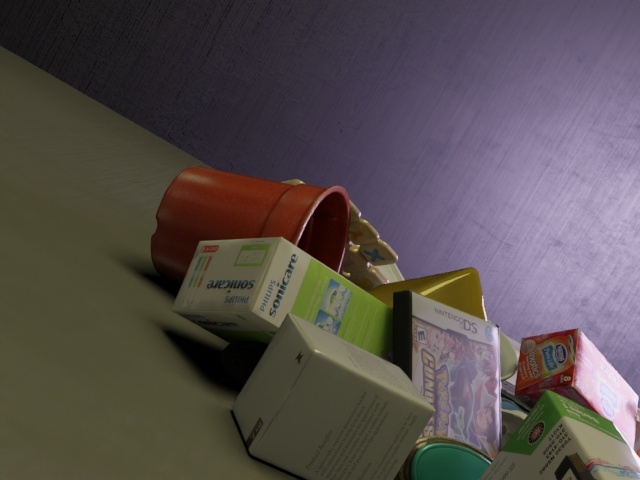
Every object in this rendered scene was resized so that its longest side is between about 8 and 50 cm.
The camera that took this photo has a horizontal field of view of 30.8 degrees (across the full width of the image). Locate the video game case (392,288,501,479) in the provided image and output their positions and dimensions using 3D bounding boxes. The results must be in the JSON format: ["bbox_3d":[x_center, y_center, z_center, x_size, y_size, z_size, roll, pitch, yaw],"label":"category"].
[{"bbox_3d":[0.189,0.231,1.700,0.035,0.274,0.248,-13,-23,37],"label":"video game case"}]

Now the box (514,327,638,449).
[{"bbox_3d":[0.473,0.286,2.131,0.123,0.128,0.257,-15,-45,36],"label":"box"}]

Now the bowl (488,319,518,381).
[{"bbox_3d":[0.209,0.216,2.177,0.298,0.134,0.298,20,24,-10],"label":"bowl"}]

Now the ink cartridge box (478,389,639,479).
[{"bbox_3d":[0.289,0.336,1.331,0.117,0.201,0.278,28,16,-19],"label":"ink cartridge box"}]

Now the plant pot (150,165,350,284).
[{"bbox_3d":[-0.125,0.003,1.961,0.265,0.272,0.272,17,3,18],"label":"plant pot"}]

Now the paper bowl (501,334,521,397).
[{"bbox_3d":[0.371,0.281,2.493,0.284,0.148,0.284,28,7,-4],"label":"paper bowl"}]

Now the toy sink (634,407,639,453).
[{"bbox_3d":[0.590,0.383,2.291,0.131,0.234,0.153,36,10,39],"label":"toy sink"}]

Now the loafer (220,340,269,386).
[{"bbox_3d":[-0.040,0.211,1.624,0.223,0.076,0.078,24,-32,14],"label":"loafer"}]

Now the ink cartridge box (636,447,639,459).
[{"bbox_3d":[0.595,0.456,1.841,0.275,0.239,0.060,32,-31,16],"label":"ink cartridge box"}]

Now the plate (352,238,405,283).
[{"bbox_3d":[0.070,0.086,2.326,0.277,0.045,0.278,-1,45,-32],"label":"plate"}]

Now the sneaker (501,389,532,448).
[{"bbox_3d":[0.366,0.358,1.957,0.236,0.130,0.323,19,6,-38],"label":"sneaker"}]

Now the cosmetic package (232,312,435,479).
[{"bbox_3d":[0.012,0.211,1.454,0.184,0.151,0.151,29,6,-19],"label":"cosmetic package"}]

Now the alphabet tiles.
[{"bbox_3d":[0.000,0.000,2.127,0.278,0.021,0.284,-8,-49,48],"label":"alphabet tiles"}]

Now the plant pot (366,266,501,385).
[{"bbox_3d":[0.139,0.172,1.887,0.212,0.212,0.187,-13,-3,41],"label":"plant pot"}]

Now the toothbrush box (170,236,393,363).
[{"bbox_3d":[-0.037,0.112,1.688,0.283,0.122,0.206,32,-21,-33],"label":"toothbrush box"}]

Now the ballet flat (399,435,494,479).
[{"bbox_3d":[0.212,0.346,1.555,0.349,0.123,0.123,25,8,-30],"label":"ballet flat"}]
